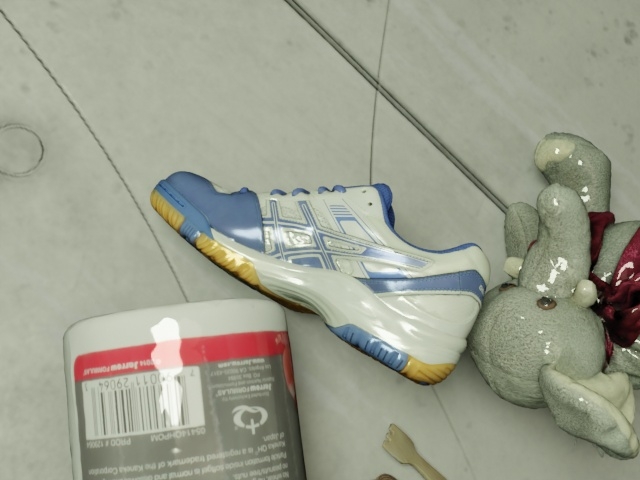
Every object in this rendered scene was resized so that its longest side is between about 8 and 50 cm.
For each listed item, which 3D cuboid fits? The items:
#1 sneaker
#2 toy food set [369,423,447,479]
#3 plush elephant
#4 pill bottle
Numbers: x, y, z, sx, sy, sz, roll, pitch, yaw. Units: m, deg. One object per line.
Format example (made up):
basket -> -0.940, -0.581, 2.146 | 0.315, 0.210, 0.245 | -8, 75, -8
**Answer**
sneaker -> 0.000, 0.000, 0.673 | 0.296, 0.112, 0.131 | 28, 84, 12
toy food set -> 0.058, 0.279, 0.714 | 0.132, 0.038, 0.192 | 46, 47, -15
plush elephant -> 0.229, 0.050, 0.703 | 0.255, 0.272, 0.330 | 3, 104, -44
pill bottle -> -0.094, 0.212, 0.603 | 0.176, 0.176, 0.318 | -4, 80, -20
